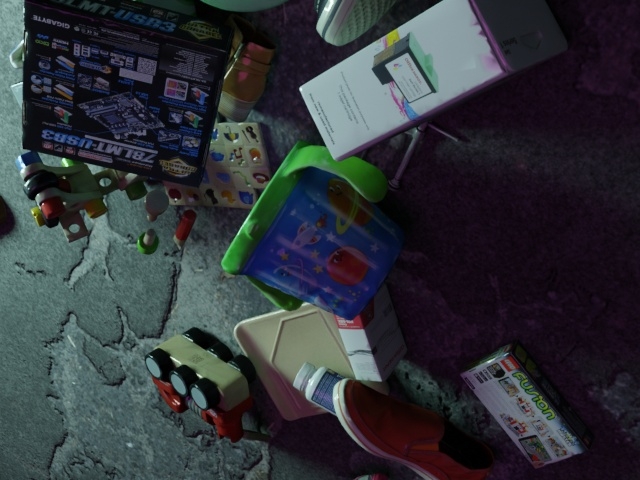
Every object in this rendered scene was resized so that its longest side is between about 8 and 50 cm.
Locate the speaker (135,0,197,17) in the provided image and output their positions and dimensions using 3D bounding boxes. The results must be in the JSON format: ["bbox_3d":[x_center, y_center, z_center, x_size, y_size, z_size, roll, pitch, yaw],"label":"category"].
[{"bbox_3d":[-0.291,-0.441,1.436,0.131,0.131,0.296,-8,114,35],"label":"speaker"}]

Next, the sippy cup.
[{"bbox_3d":[0.000,0.000,1.481,0.224,0.240,0.305,33,174,-3],"label":"sippy cup"}]

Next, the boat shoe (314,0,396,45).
[{"bbox_3d":[0.083,-0.474,1.149,0.156,0.187,0.500,32,126,18],"label":"boat shoe"}]

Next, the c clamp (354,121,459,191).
[{"bbox_3d":[0.114,-0.133,1.443,0.137,0.022,0.160,37,131,7],"label":"c clamp"}]

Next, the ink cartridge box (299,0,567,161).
[{"bbox_3d":[0.146,-0.224,1.238,0.278,0.201,0.117,-24,93,39],"label":"ink cartridge box"}]

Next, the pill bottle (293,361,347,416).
[{"bbox_3d":[0.016,0.262,1.674,0.120,0.067,0.067,28,129,12],"label":"pill bottle"}]

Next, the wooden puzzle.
[{"bbox_3d":[-0.016,0.213,1.735,0.239,0.044,0.221,-20,106,34],"label":"wooden puzzle"}]

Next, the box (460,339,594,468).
[{"bbox_3d":[0.333,0.268,1.547,0.114,0.036,0.207,-33,98,41],"label":"box"}]

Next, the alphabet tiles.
[{"bbox_3d":[-0.190,-0.146,1.636,0.237,0.009,0.198,4,120,30],"label":"alphabet tiles"}]

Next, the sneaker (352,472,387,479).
[{"bbox_3d":[0.146,0.572,1.809,0.112,0.121,0.299,-33,104,20],"label":"sneaker"}]

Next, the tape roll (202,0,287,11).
[{"bbox_3d":[-0.108,-0.480,1.308,0.321,0.077,0.321,12,123,20],"label":"tape roll"}]

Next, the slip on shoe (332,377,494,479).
[{"bbox_3d":[0.158,0.318,1.603,0.331,0.123,0.101,34,123,-20],"label":"slip on shoe"}]

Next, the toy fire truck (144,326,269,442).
[{"bbox_3d":[-0.204,0.311,1.854,0.217,0.158,0.246,23,131,40],"label":"toy fire truck"}]

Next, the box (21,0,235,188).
[{"bbox_3d":[-0.300,-0.229,1.459,0.296,0.073,0.293,13,139,-6],"label":"box"}]

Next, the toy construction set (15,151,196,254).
[{"bbox_3d":[-0.369,-0.076,1.682,0.309,0.257,0.237,38,153,1],"label":"toy construction set"}]

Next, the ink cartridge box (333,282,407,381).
[{"bbox_3d":[0.084,0.152,1.589,0.056,0.099,0.135,-3,116,35],"label":"ink cartridge box"}]

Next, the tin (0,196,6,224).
[{"bbox_3d":[-0.734,-0.057,2.020,0.190,0.040,0.106,-24,108,40],"label":"tin"}]

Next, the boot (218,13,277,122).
[{"bbox_3d":[-0.167,-0.290,1.491,0.197,0.073,0.152,29,132,-2],"label":"boot"}]

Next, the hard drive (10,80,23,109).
[{"bbox_3d":[-0.508,-0.237,1.771,0.094,0.022,0.135,-8,113,36],"label":"hard drive"}]

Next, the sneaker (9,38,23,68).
[{"bbox_3d":[-0.443,-0.335,1.628,0.211,0.081,0.080,-17,106,37],"label":"sneaker"}]
